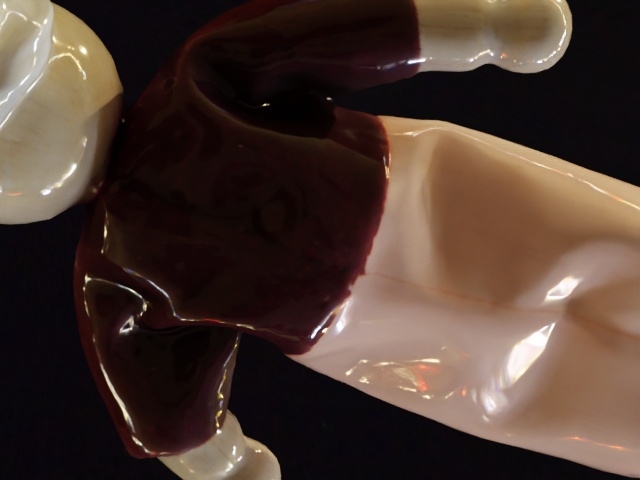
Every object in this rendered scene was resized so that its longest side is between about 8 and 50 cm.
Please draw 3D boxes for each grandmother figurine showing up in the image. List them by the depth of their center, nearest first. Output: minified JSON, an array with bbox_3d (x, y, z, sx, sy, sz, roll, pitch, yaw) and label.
[{"bbox_3d":[0.000,0.000,0.504,0.342,0.104,0.208,21,-79,-21],"label":"grandmother figurine"}]
